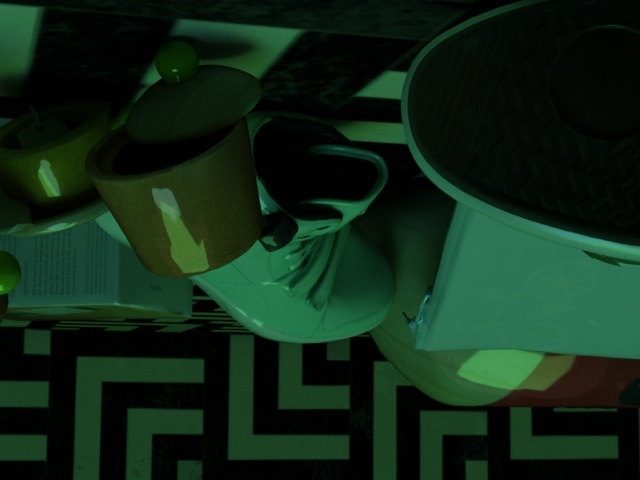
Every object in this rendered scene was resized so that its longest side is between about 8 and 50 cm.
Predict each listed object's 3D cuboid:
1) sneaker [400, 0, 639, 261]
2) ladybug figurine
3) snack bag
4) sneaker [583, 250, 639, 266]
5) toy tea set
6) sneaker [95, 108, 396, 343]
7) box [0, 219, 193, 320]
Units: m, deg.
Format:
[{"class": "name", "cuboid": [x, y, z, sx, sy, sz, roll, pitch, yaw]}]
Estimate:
[{"class": "sneaker", "cuboid": [0.178, -0.040, 0.541, 0.290, 0.105, 0.123, 2, 176, 3]}, {"class": "ladybug figurine", "cuboid": [0.223, 0.052, 1.042, 0.449, 0.161, 0.305, 4, 172, -26]}, {"class": "snack bag", "cuboid": [0.231, 0.008, 0.748, 0.343, 0.037, 0.323, 4, 152, -1]}, {"class": "sneaker", "cuboid": [0.131, -0.022, 0.612, 0.192, 0.064, 0.086, 15, 143, -10]}, {"class": "toy tea set", "cuboid": [-0.191, -0.034, 0.623, 0.336, 0.124, 0.200, -17, -153, 0]}, {"class": "sneaker", "cuboid": [0.000, 0.000, 0.795, 0.151, 0.094, 0.256, -7, 157, 40]}, {"class": "box", "cuboid": [-0.205, 0.015, 1.062, 0.171, 0.091, 0.130, -3, 172, 21]}]
